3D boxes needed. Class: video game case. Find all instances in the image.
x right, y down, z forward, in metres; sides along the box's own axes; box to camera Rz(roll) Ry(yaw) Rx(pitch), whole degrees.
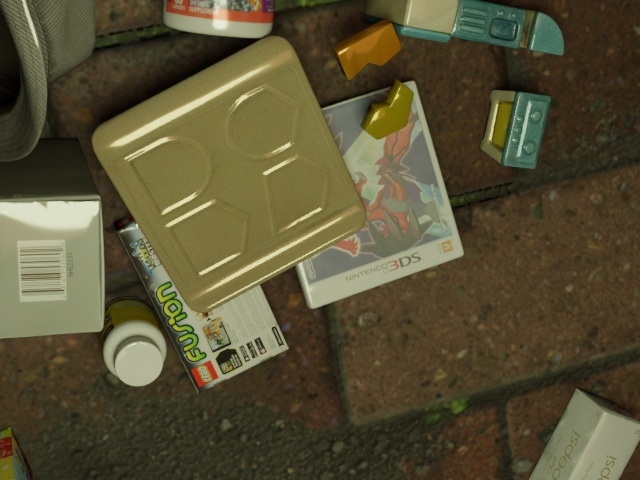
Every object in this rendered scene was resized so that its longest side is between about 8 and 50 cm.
[{"bbox_3d":[0.044,-0.050,1.182,0.183,0.023,0.201,-19,98,-12],"label":"video game case"}]

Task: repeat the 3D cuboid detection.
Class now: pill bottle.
[{"bbox_3d":[-0.090,-0.295,1.046,0.108,0.108,0.193,2,105,-17],"label":"pill bottle"},{"bbox_3d":[-0.192,0.105,1.131,0.065,0.116,0.065,-5,107,-16],"label":"pill bottle"}]

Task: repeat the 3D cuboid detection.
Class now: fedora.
[{"bbox_3d":[-0.275,-0.217,0.936,0.124,0.244,0.275,-36,107,-35],"label":"fedora"}]

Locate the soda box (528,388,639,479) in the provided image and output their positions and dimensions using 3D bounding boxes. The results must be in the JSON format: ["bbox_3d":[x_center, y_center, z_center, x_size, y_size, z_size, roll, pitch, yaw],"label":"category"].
[{"bbox_3d":[0.309,0.298,1.362,0.069,0.074,0.216,22,99,-21],"label":"soda box"}]

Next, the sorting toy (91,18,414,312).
[{"bbox_3d":[-0.044,-0.086,1.101,0.307,0.041,0.229,-28,121,-4],"label":"sorting toy"}]

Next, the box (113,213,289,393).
[{"bbox_3d":[-0.125,0.050,1.178,0.114,0.036,0.207,-25,112,-8],"label":"box"}]

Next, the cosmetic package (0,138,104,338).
[{"bbox_3d":[-0.258,-0.011,1.014,0.107,0.238,0.127,-3,110,-13],"label":"cosmetic package"}]

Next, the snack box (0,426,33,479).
[{"bbox_3d":[-0.371,0.286,1.083,0.175,0.207,0.070,-22,111,-9],"label":"snack box"}]

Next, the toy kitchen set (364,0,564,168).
[{"bbox_3d":[0.151,-0.166,1.149,0.207,0.122,0.166,6,104,-18],"label":"toy kitchen set"}]
